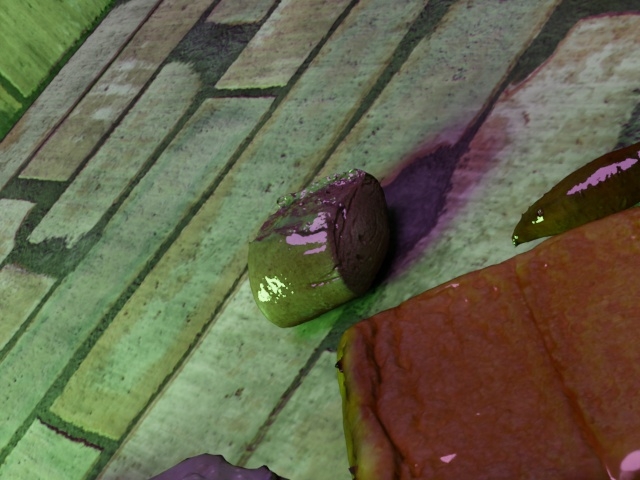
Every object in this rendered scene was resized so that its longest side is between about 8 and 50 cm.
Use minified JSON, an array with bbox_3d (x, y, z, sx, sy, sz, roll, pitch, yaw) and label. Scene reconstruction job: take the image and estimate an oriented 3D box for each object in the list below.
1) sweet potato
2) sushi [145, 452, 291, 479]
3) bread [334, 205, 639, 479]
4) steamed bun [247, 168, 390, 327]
[{"bbox_3d":[0.284,-0.063,1.319,0.265,0.057,0.057,-31,29,19],"label":"sweet potato"},{"bbox_3d":[-0.054,0.323,1.104,0.234,0.207,0.348,-13,35,-14],"label":"sushi"},{"bbox_3d":[0.182,0.131,1.068,0.328,0.148,0.337,-24,27,5],"label":"bread"},{"bbox_3d":[0.000,0.000,1.580,0.145,0.106,0.175,-26,30,34],"label":"steamed bun"}]
